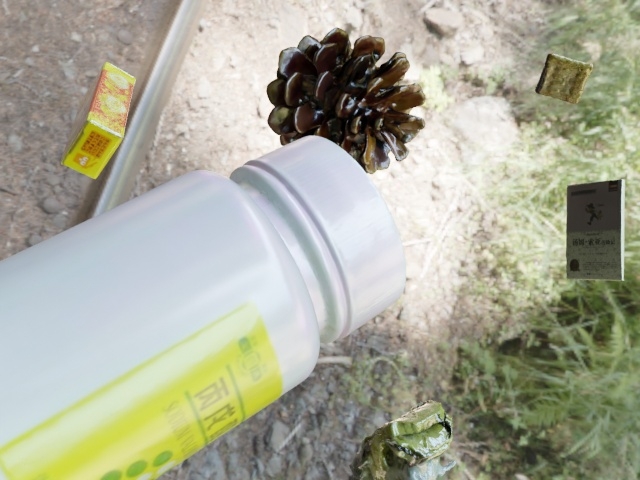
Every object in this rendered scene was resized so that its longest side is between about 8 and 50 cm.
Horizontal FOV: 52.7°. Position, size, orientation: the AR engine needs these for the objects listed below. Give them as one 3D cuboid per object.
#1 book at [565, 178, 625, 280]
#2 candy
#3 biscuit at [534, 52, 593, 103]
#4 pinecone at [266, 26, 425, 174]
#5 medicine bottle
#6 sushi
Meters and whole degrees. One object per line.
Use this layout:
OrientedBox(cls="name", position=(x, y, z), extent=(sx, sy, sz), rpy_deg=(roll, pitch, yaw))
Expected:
OrientedBox(cls="book", position=(0.499, -0.017, 1.177), extent=(0.014, 0.127, 0.182), rpy_deg=(2, 88, -25))
OrientedBox(cls="candy", position=(-0.514, -0.285, 1.509), extent=(0.088, 0.146, 0.276), rpy_deg=(26, 32, -28))
OrientedBox(cls="biscuit", position=(0.430, -0.287, 1.146), extent=(0.083, 0.081, 0.018), rpy_deg=(94, 20, -48))
OrientedBox(cls="pinecone", position=(0.056, -0.224, 1.069), extent=(0.264, 0.264, 0.264), rpy_deg=(-4, 95, -51))
OrientedBox(cls="medicine bottle", position=(-0.128, 0.067, 0.549), extent=(0.378, 0.213, 0.214), rpy_deg=(-30, 117, -23))
OrientedBox(cls="sushi", position=(0.119, 0.333, 0.930), extent=(0.139, 0.131, 0.291), rpy_deg=(-20, 136, -35))
